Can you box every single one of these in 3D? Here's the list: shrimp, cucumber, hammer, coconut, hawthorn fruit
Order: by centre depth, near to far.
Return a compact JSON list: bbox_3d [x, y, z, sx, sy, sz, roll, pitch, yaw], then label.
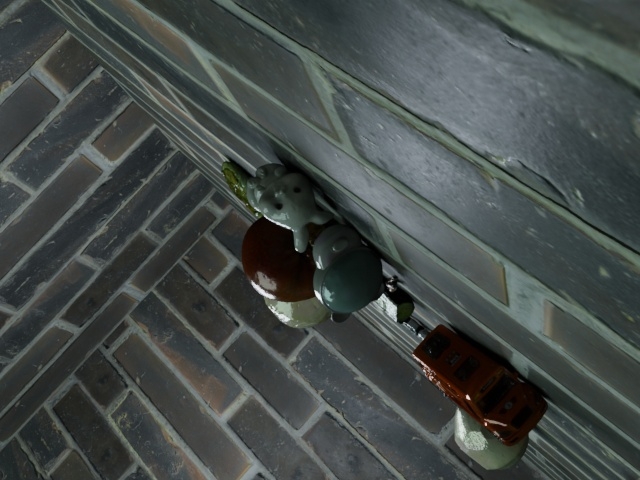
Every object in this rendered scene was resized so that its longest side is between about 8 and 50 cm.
[{"bbox_3d":[0.185,0.115,1.688,0.029,0.038,0.092,-1,170,1],"label":"shrimp"},{"bbox_3d":[0.177,0.138,1.833,0.211,0.062,0.078,44,143,46],"label":"cucumber"},{"bbox_3d":[-0.097,0.053,1.844,0.277,0.277,0.298,42,143,0],"label":"hawthorn fruit"},{"bbox_3d":[0.525,0.595,2.058,0.234,0.224,0.224,43,174,-10],"label":"coconut"},{"bbox_3d":[0.380,0.366,2.172,0.152,0.044,0.427,38,173,42],"label":"hammer"},{"bbox_3d":[-0.055,0.121,2.217,0.329,0.329,0.329,42,174,5],"label":"coconut"}]

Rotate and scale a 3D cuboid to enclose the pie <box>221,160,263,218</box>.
[{"bbox_3d":[-0.249,-0.165,2.292,0.277,0.078,0.277,40,173,6],"label":"pie"}]

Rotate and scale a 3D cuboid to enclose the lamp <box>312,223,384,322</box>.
[{"bbox_3d":[0.067,0.076,1.560,0.108,0.179,0.246,28,145,53],"label":"lamp"}]

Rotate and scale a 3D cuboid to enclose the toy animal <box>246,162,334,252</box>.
[{"bbox_3d":[-0.076,-0.085,1.499,0.193,0.127,0.178,38,170,43],"label":"toy animal"}]

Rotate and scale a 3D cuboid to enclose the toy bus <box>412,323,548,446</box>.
[{"bbox_3d":[0.368,0.332,1.548,0.153,0.143,0.329,49,173,-31],"label":"toy bus"}]

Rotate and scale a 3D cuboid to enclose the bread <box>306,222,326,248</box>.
[{"bbox_3d":[0.000,0.000,1.669,0.187,0.065,0.103,63,179,12],"label":"bread"}]
